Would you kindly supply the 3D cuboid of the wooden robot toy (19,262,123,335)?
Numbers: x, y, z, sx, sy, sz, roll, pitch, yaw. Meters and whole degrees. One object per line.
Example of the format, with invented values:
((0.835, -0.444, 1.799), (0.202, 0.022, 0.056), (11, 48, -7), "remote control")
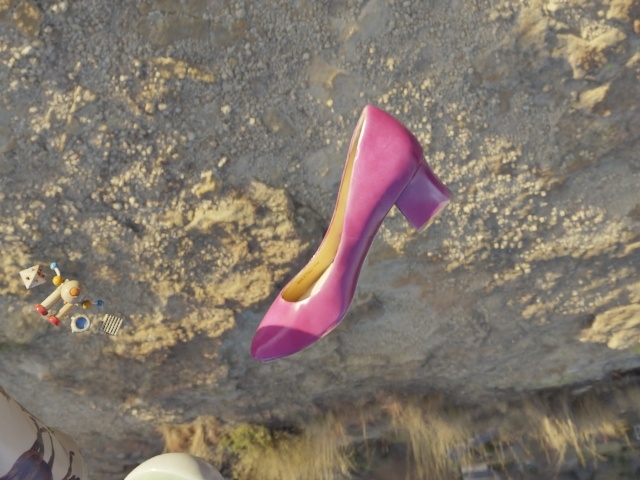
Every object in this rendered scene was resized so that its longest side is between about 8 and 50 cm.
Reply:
((-0.384, 0.095, 0.888), (0.173, 0.076, 0.079), (44, 150, -16), "wooden robot toy")

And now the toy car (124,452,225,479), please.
((-0.058, 0.212, 0.321), (0.136, 0.159, 0.182), (-27, 105, 23), "toy car")

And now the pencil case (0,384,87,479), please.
((-0.445, 0.182, 0.642), (0.183, 0.160, 0.410), (14, 140, 44), "pencil case")

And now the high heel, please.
((0.000, 0.000, 0.513), (0.244, 0.082, 0.117), (-42, 114, 10), "high heel")
